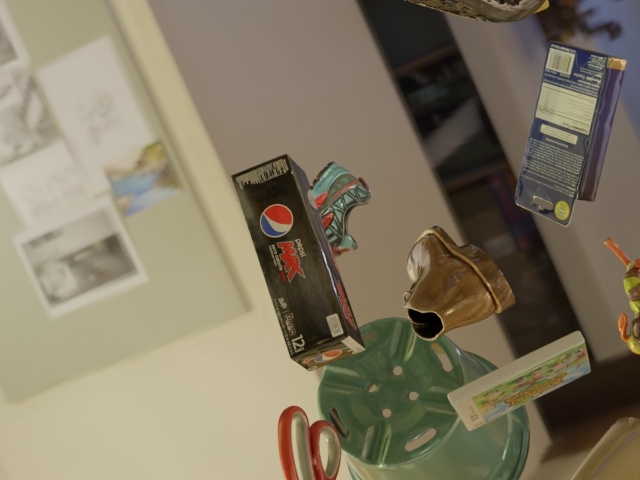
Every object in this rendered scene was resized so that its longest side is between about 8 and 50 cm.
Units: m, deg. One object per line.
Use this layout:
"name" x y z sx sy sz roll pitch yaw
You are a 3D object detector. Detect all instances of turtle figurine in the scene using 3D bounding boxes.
"turtle figurine" 0.442 0.105 1.988 0.087 0.269 0.217 -17 170 -18

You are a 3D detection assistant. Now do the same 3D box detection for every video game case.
"video game case" 0.299 0.212 2.284 0.212 0.023 0.193 -27 158 3

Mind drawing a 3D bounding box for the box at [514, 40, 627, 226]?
"box" 0.324 -0.139 2.013 0.036 0.225 0.136 6 -167 -28

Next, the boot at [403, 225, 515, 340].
"boot" 0.144 0.059 1.983 0.115 0.112 0.305 -33 -170 -6

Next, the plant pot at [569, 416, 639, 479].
"plant pot" 0.507 0.489 2.659 0.274 0.256 0.256 -36 -171 -22

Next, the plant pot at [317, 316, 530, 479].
"plant pot" 0.161 0.299 2.617 0.341 0.341 0.334 -24 154 8

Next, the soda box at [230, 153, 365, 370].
"soda box" -0.018 0.018 1.264 0.053 0.169 0.060 -22 160 10

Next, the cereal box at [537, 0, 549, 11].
"cereal box" 0.211 -0.414 1.891 0.047 0.240 0.173 -22 150 7

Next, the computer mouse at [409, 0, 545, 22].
"computer mouse" 0.088 -0.276 1.346 0.272 0.188 0.072 21 165 -31

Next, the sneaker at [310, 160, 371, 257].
"sneaker" 0.000 0.000 2.688 0.262 0.125 0.104 -61 176 11

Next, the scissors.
"scissors" 0.000 0.324 1.634 0.021 0.297 0.109 -14 162 29
